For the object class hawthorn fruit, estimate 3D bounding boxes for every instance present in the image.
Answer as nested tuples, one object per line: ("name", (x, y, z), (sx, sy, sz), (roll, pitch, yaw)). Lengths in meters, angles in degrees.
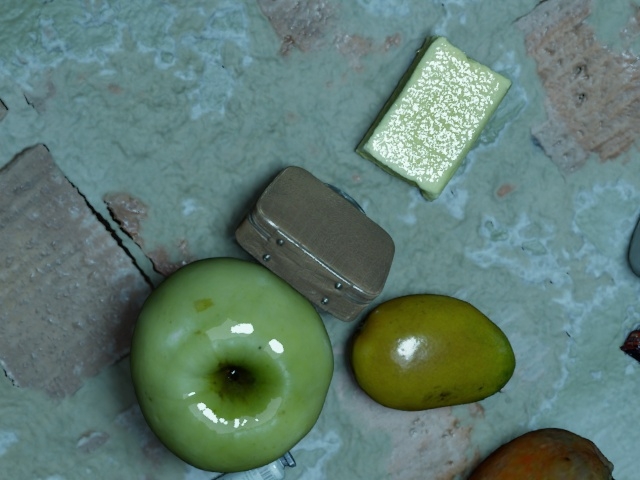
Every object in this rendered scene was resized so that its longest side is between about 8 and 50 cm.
("hawthorn fruit", (0.271, 0.369, 1.642), (0.262, 0.210, 0.210), (-39, 96, 9))

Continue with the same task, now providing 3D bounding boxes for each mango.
("mango", (0.146, 0.143, 1.651), (0.221, 0.120, 0.151), (-6, 97, -13))

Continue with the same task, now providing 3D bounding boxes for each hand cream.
("hand cream", (-0.122, 0.332, 1.673), (0.194, 0.042, 0.067), (-31, 104, 1))

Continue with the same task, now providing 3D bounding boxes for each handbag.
("handbag", (0.000, 0.000, 1.619), (0.193, 0.151, 0.072), (37, 129, -3))

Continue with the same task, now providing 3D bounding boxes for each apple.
("apple", (-0.107, 0.146, 1.557), (0.262, 0.262, 0.262), (0, 93, -6))

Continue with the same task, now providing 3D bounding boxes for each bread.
("bread", (0.147, -0.161, 1.660), (0.125, 0.068, 0.188), (32, 90, -7))

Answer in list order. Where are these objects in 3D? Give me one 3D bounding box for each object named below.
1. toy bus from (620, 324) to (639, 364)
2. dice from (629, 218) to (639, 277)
("toy bus", (0.523, 0.183, 1.721), (0.235, 0.073, 0.096), (36, 80, -7))
("dice", (0.529, -0.001, 1.647), (0.192, 0.193, 0.194), (25, 89, -8))
